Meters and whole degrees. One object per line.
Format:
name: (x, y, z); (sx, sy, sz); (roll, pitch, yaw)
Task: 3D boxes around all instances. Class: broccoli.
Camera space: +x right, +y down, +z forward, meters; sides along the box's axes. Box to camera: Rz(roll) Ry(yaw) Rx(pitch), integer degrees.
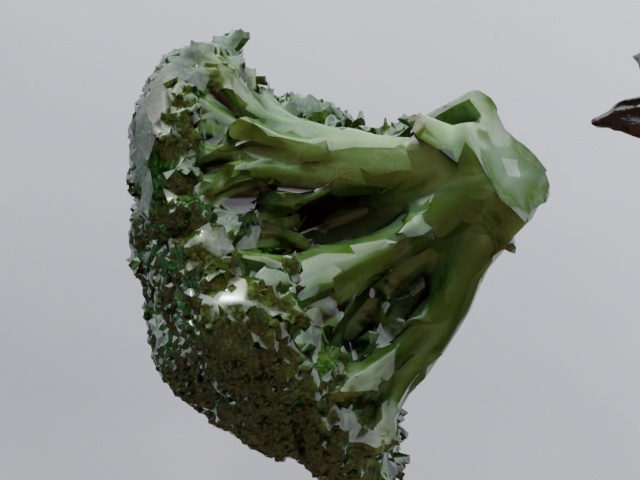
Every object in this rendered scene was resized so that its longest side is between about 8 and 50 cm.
broccoli: (0.000, 0.000, 1.013); (0.275, 0.308, 0.308); (-31, -47, 29)

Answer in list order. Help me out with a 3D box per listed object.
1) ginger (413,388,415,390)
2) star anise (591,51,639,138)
ginger: (0.068, 0.074, 1.308); (0.069, 0.051, 0.173); (-15, -41, -12)
star anise: (0.248, -0.086, 0.975); (0.157, 0.053, 0.212); (-15, 22, -24)
